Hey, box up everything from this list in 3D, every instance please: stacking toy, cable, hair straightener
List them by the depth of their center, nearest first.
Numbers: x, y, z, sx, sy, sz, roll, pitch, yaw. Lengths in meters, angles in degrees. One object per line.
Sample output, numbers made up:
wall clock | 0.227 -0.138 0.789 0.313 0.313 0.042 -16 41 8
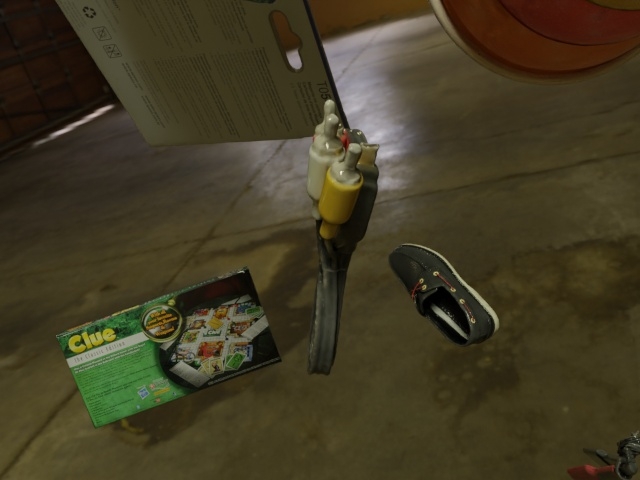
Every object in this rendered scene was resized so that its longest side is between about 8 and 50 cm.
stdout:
stacking toy | 0.299 -0.330 0.625 0.350 0.350 0.480 -18 12 2
cable | 0.000 0.000 0.671 0.072 0.287 0.139 6 32 -14
hair straightener | 0.390 0.279 0.881 0.047 0.230 0.089 38 76 22

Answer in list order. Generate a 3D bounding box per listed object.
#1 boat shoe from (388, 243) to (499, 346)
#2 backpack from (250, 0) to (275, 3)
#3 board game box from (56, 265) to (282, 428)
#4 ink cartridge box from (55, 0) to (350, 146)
boat shoe | 0.110 0.049 0.638 0.042 0.049 0.133 -12 45 -39
backpack | -0.050 -0.282 0.626 0.084 0.105 0.114 1 -11 -18
board game box | -0.195 0.139 0.871 0.260 0.136 0.030 -19 11 -3
ink cartridge box | -0.148 -0.263 0.867 0.330 0.324 0.071 -1 52 18
